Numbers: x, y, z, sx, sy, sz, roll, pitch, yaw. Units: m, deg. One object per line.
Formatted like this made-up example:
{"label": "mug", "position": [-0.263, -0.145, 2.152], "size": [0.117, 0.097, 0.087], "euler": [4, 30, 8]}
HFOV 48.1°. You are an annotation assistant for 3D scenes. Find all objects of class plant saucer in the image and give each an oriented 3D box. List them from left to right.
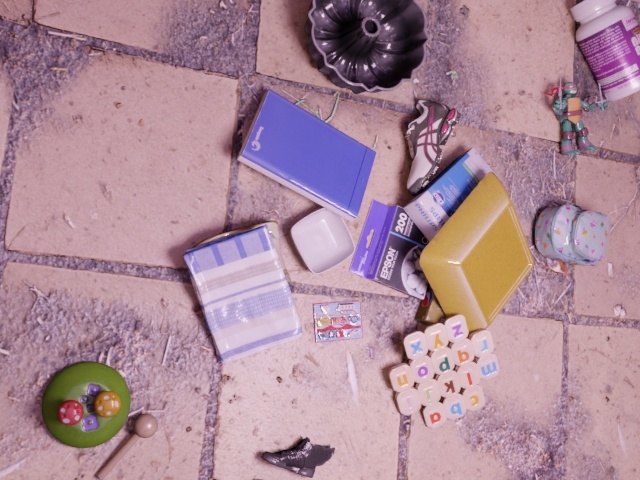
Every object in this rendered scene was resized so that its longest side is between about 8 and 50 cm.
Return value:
{"label": "plant saucer", "position": [0.426, 0.052, 1.829], "size": [0.333, 0.081, 0.333], "euler": [-48, 128, -23]}

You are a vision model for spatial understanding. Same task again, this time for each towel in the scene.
{"label": "towel", "position": [-0.174, 0.126, 1.629], "size": [0.209, 0.034, 0.285], "euler": [-18, 103, -4]}

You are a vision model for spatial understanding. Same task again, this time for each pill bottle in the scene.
{"label": "pill bottle", "position": [0.855, -0.576, 2.095], "size": [0.169, 0.169, 0.301], "euler": [-32, 97, -21]}

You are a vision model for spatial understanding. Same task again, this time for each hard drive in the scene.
{"label": "hard drive", "position": [-0.025, -0.207, 1.748], "size": [0.318, 0.040, 0.210], "euler": [28, 59, -17]}

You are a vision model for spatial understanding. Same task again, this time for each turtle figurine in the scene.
{"label": "turtle figurine", "position": [0.731, -0.368, 2.054], "size": [0.175, 0.118, 0.234], "euler": [-12, 105, -8]}

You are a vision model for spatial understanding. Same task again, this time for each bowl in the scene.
{"label": "bowl", "position": [0.000, 0.000, 1.757], "size": [0.142, 0.053, 0.142], "euler": [-29, 96, -21]}

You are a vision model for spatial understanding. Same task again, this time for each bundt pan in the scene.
{"label": "bundt pan", "position": [0.102, -0.520, 1.814], "size": [0.331, 0.124, 0.331], "euler": [2, 84, -22]}

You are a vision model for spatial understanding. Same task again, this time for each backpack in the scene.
{"label": "backpack", "position": [0.699, -0.018, 1.992], "size": [0.188, 0.144, 0.166], "euler": [12, 86, -17]}

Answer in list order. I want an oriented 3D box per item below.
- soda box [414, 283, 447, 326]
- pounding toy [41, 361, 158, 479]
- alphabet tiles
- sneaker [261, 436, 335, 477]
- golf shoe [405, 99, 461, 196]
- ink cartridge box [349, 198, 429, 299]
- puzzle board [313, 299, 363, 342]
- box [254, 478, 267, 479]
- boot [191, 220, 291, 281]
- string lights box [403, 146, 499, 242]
{"label": "soda box", "position": [0.310, 0.134, 1.862], "size": [0.058, 0.061, 0.181], "euler": [27, 76, -17]}
{"label": "pounding toy", "position": [-0.468, 0.368, 1.502], "size": [0.183, 0.110, 0.237], "euler": [-43, 100, -20]}
{"label": "alphabet tiles", "position": [0.314, 0.332, 1.815], "size": [0.284, 0.021, 0.278], "euler": [-21, 109, -10]}
{"label": "sneaker", "position": [-0.052, 0.500, 1.688], "size": [0.170, 0.051, 0.089], "euler": [28, 75, -22]}
{"label": "golf shoe", "position": [0.266, -0.242, 1.877], "size": [0.120, 0.105, 0.273], "euler": [25, 70, -1]}
{"label": "ink cartridge box", "position": [0.200, 0.022, 1.840], "size": [0.208, 0.045, 0.206], "euler": [22, 77, -17]}
{"label": "puzzle board", "position": [0.045, 0.200, 1.777], "size": [0.128, 0.011, 0.096], "euler": [-2, 86, -22]}
{"label": "box", "position": [-0.110, 0.657, 1.611], "size": [0.103, 0.114, 0.203], "euler": [18, 79, -21]}
{"label": "boot", "position": [-0.181, 0.053, 1.670], "size": [0.213, 0.077, 0.165], "euler": [-15, 93, -23]}
{"label": "string lights box", "position": [0.349, -0.116, 1.867], "size": [0.259, 0.077, 0.133], "euler": [-41, 95, -30]}
